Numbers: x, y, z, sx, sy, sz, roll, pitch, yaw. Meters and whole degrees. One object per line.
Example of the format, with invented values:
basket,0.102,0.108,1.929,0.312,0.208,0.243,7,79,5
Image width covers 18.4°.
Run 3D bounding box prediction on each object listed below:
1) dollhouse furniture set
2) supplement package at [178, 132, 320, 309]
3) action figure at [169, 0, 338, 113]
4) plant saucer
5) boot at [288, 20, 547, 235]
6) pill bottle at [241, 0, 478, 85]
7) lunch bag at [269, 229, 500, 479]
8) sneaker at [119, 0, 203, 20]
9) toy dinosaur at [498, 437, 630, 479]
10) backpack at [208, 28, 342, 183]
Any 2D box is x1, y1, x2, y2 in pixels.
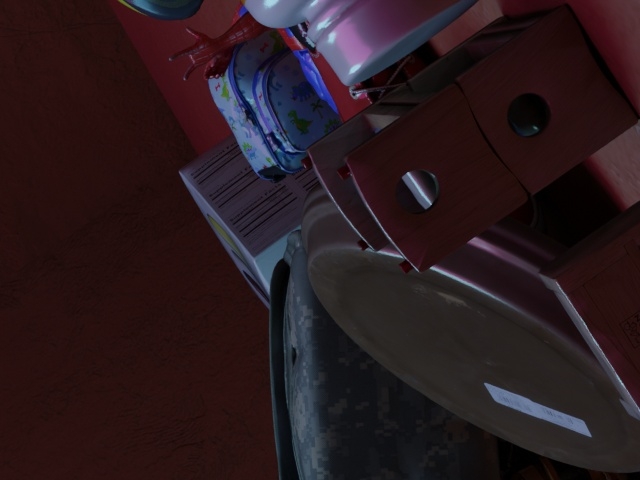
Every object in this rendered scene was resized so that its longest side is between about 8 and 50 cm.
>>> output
dollhouse furniture set,0.099,0.000,0.959,0.183,0.129,0.129,56,176,-8
supplement package,0.000,0.000,1.860,0.194,0.149,0.203,59,174,-34
action figure,-0.029,-0.116,1.480,0.280,0.139,0.091,61,172,-31
plant saucer,0.103,0.058,1.161,0.278,0.041,0.278,28,161,11
boot,0.047,-0.083,1.224,0.176,0.088,0.244,62,175,-34
pill bottle,-0.015,-0.183,0.925,0.215,0.117,0.117,56,175,2
lunch bag,0.045,0.117,1.592,0.287,0.169,0.235,112,155,-81
sneaker,-0.200,-0.331,1.897,0.300,0.111,0.121,56,172,-28
toy dinosaur,0.188,0.222,1.566,0.322,0.164,0.218,-88,-12,-57
backpack,-0.026,-0.121,1.601,0.114,0.105,0.084,57,153,-5
